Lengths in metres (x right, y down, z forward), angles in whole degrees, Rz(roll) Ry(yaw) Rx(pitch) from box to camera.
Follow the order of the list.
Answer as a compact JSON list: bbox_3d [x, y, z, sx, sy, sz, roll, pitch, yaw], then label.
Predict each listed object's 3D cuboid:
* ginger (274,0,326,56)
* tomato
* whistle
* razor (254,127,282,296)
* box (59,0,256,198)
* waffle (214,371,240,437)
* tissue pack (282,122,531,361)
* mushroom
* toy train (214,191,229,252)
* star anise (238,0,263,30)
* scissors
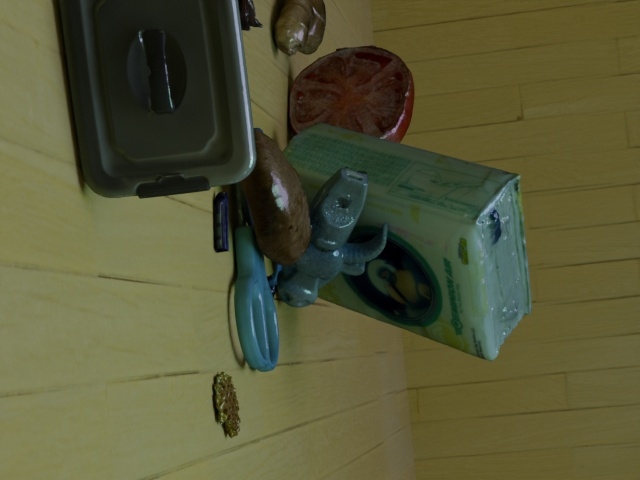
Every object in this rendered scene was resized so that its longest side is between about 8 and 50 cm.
[{"bbox_3d":[-0.037,-0.427,2.495,0.148,0.081,0.334,50,31,-47],"label":"ginger"},{"bbox_3d":[0.060,-0.222,2.467,0.095,0.236,0.237,65,20,-53],"label":"tomato"},{"bbox_3d":[0.000,0.000,2.141,0.093,0.180,0.269,-82,-166,-50],"label":"whistle"},{"bbox_3d":[-0.079,-0.038,2.044,0.082,0.042,0.253,-71,153,-73],"label":"razor"},{"bbox_3d":[-0.150,-0.158,1.331,0.130,0.162,0.227,-110,-167,-82],"label":"box"},{"bbox_3d":[-0.115,0.200,1.746,0.085,0.016,0.078,59,22,-71],"label":"waffle"},{"bbox_3d":[0.130,-0.005,2.243,0.162,0.388,0.287,-43,137,-35],"label":"tissue pack"},{"bbox_3d":[-0.061,-0.046,1.899,0.094,0.072,0.210,-62,141,-57],"label":"mushroom"},{"bbox_3d":[-0.127,-0.026,1.816,0.017,0.017,0.083,47,37,-64],"label":"toy train"},{"bbox_3d":[-0.118,-0.361,2.015,0.141,0.042,0.141,-8,90,-78],"label":"star anise"},{"bbox_3d":[-0.103,-0.045,1.947,0.192,0.029,0.447,40,43,-78],"label":"scissors"}]
